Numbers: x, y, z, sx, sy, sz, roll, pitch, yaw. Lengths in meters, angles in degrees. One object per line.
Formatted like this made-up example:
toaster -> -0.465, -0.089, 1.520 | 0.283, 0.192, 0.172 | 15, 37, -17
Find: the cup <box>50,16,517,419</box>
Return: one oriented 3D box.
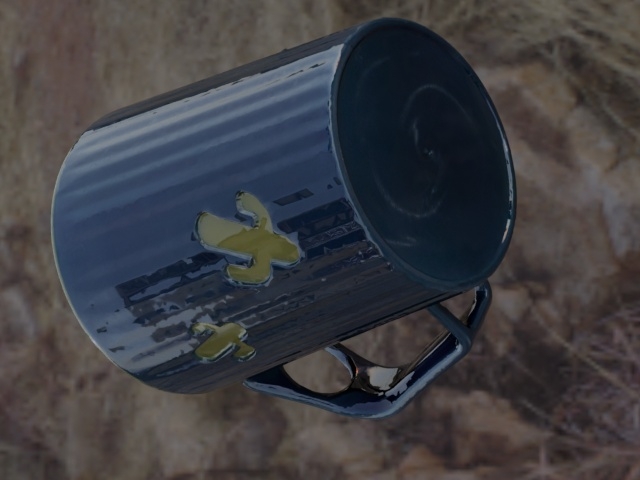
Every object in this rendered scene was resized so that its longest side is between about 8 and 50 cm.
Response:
cup -> 0.000, 0.000, 0.578 | 0.155, 0.176, 0.131 | -21, 30, 43
